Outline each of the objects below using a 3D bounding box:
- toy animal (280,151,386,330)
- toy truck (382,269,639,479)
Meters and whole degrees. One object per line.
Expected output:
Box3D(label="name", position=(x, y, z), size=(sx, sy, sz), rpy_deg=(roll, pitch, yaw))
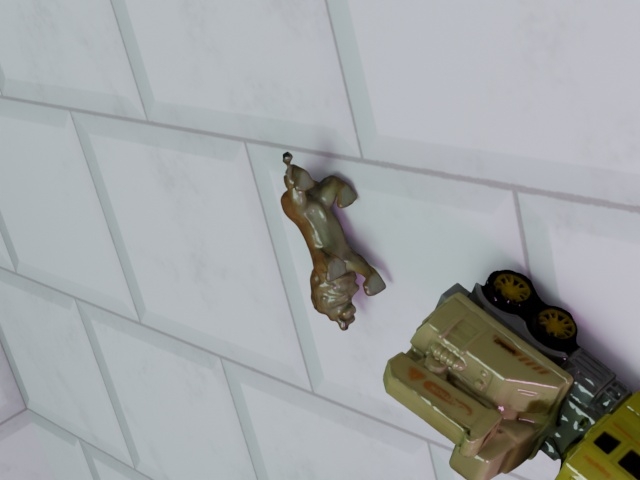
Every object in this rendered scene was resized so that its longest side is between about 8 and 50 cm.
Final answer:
Box3D(label="toy animal", position=(0.000, 0.000, 1.856), size=(0.157, 0.097, 0.312), rpy_deg=(-2, 113, 60))
Box3D(label="toy truck", position=(0.277, 0.228, 1.530), size=(0.405, 0.254, 0.180), rpy_deg=(40, 138, 22))
